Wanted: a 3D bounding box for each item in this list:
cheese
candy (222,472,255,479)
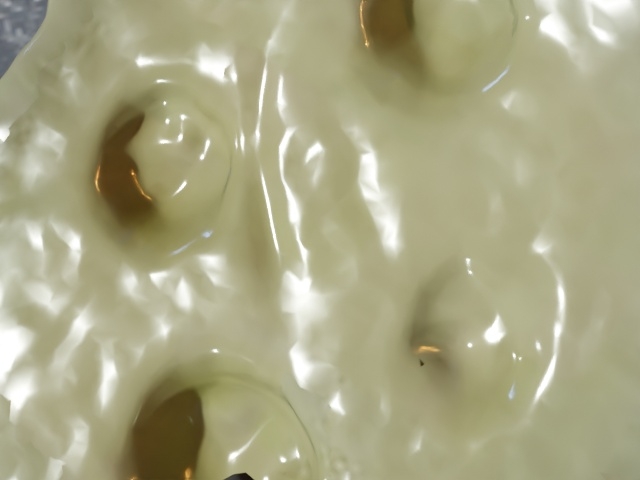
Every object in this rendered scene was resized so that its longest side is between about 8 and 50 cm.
[{"bbox_3d":[0.000,0.000,0.550,0.326,0.115,0.318,-8,87,20],"label":"cheese"},{"bbox_3d":[0.051,0.135,0.277,0.185,0.195,0.137,17,72,11],"label":"candy"}]
